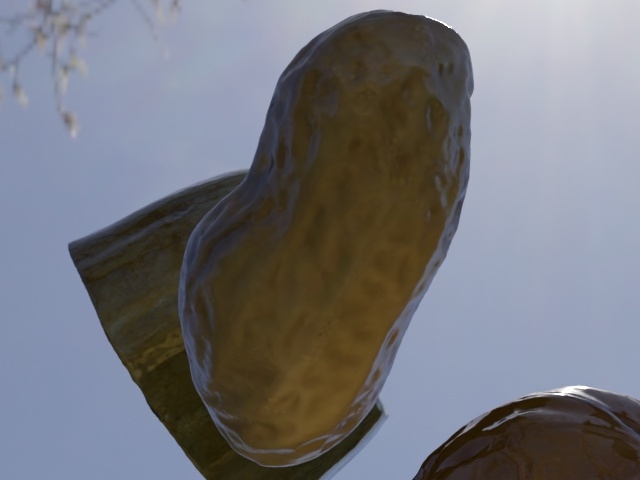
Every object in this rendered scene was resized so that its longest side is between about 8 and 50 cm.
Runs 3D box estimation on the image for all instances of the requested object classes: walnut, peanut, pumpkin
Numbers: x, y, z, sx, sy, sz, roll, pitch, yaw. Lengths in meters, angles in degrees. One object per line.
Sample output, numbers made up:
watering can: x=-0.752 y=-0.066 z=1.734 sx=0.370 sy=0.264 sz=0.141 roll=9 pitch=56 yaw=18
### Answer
walnut: x=0.120 y=0.181 z=1.025 sx=0.193 sy=0.193 sz=0.226 roll=18 pitch=-44 yaw=-22
peanut: x=0.000 y=0.000 z=1.174 sx=0.152 sy=0.152 sz=0.313 roll=16 pitch=-61 yaw=-20
pumpkin: x=-0.066 y=0.086 z=1.722 sx=0.199 sy=0.332 sz=0.332 roll=-34 pitch=-47 yaw=3
